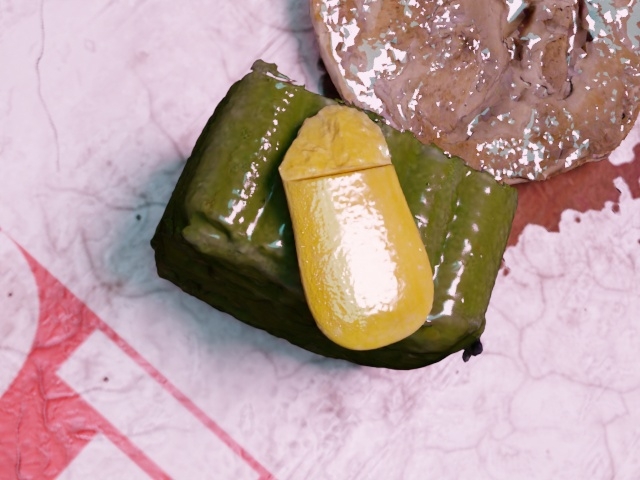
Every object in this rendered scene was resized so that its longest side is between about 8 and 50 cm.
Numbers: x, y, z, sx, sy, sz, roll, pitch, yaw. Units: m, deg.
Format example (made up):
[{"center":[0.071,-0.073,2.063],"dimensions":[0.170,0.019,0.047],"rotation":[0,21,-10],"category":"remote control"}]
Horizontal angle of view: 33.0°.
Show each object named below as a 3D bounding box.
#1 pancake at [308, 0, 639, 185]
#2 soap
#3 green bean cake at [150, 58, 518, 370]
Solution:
[{"center":[0.163,-0.238,1.014],"dimensions":[0.386,0.082,0.387],"rotation":[-1,94,-20],"category":"pancake"},{"center":[0.019,-0.011,0.716],"dimensions":[0.089,0.033,0.169],"rotation":[-16,82,-20],"category":"soap"},{"center":[0.000,0.000,0.859],"dimensions":[0.246,0.250,0.156],"rotation":[24,73,-10],"category":"green bean cake"}]
